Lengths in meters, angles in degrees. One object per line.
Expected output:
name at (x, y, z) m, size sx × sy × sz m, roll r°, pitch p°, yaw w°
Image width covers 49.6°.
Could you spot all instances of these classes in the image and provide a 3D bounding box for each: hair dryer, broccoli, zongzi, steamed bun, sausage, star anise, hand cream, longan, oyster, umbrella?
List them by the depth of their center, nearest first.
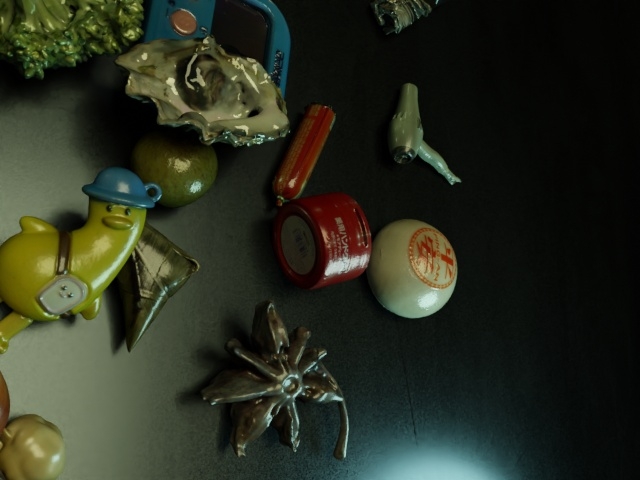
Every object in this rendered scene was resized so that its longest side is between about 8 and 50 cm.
broccoli at (-0.494, -0.431, 1.135) m, size 0.338 × 0.317 × 0.277 m, roll 22°, pitch 71°, yaw 17°
zongzi at (-0.351, 0.057, 1.215) m, size 0.205 × 0.094 × 0.204 m, roll 40°, pitch 65°, yaw -15°
oyster at (-0.187, -0.255, 1.256) m, size 0.351 × 0.115 × 0.238 m, roll 2°, pitch 60°, yaw -44°
longan at (-0.270, -0.147, 1.280) m, size 0.154 × 0.145 × 0.176 m, roll -17°, pitch 121°, yaw -54°
star anise at (-0.090, 0.284, 1.329) m, size 0.315 × 0.139 × 0.360 m, roll -7°, pitch 98°, yaw -29°
hand cream at (0.000, 0.000, 1.413) m, size 0.125 × 0.193 × 0.193 m, roll -15°, pitch 87°, yaw -35°
sausage at (-0.042, -0.180, 1.501) m, size 0.083 × 0.083 × 0.264 m, roll 35°, pitch 61°, yaw -23°
steamed bun at (0.224, 0.059, 1.585) m, size 0.231 × 0.145 × 0.232 m, roll 10°, pitch 73°, yaw -33°
hair dryer at (0.260, -0.276, 1.760) m, size 0.267 × 0.092 × 0.229 m, roll 17°, pitch 62°, yaw -46°
umbrella at (0.274, -0.656, 1.834) m, size 0.357 × 0.106 × 0.113 m, roll -40°, pitch 98°, yaw -36°

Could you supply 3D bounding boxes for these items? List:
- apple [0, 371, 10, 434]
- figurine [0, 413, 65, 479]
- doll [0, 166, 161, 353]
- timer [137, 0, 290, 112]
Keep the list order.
apple at (-0.545, 0.225, 0.978) m, size 0.199 × 0.199 × 0.199 m, roll 10°, pitch 72°, yaw -33°
figurine at (-0.478, 0.356, 1.048) m, size 0.196 × 0.108 × 0.114 m, roll -42°, pitch 93°, yaw -17°
doll at (-0.403, 0.028, 1.124) m, size 0.363 × 0.145 × 0.199 m, roll -41°, pitch 117°, yaw -10°
timer at (-0.214, -0.374, 1.404) m, size 0.309 × 0.115 × 0.340 m, roll 16°, pitch 69°, yaw -30°
